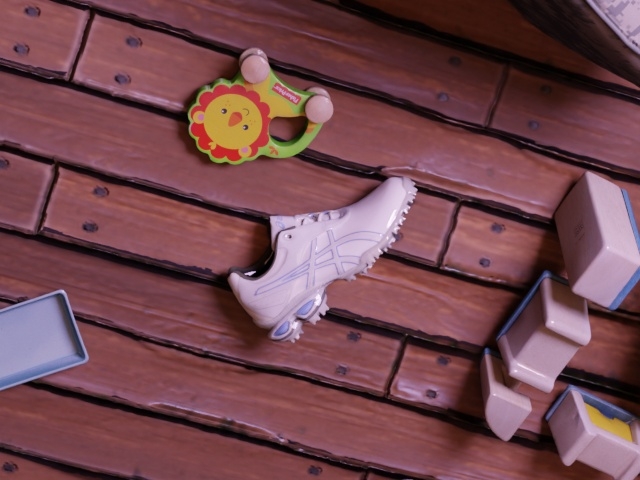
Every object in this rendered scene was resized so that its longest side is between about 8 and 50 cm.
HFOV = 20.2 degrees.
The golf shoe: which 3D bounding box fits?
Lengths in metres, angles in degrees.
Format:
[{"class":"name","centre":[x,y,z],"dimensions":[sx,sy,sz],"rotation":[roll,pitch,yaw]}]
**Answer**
[{"class":"golf shoe","centre":[0.000,0.000,1.469],"dimensions":[0.176,0.069,0.086],"rotation":[-45,102,3]}]

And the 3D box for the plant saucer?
[{"class":"plant saucer","centre":[-0.291,0.098,1.468],"dimensions":[0.192,0.018,0.067],"rotation":[-19,107,-5]}]

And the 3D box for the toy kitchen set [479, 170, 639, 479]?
[{"class":"toy kitchen set","centre":[0.244,0.080,1.525],"dimensions":[0.166,0.122,0.207],"rotation":[25,120,-16]}]

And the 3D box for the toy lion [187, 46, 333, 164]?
[{"class":"toy lion","centre":[-0.054,-0.100,1.451],"dimensions":[0.100,0.034,0.096],"rotation":[30,105,-16]}]

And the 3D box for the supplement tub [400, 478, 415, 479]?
[{"class":"supplement tub","centre":[0.127,0.304,1.531],"dimensions":[0.200,0.144,0.144],"rotation":[26,99,-16]}]

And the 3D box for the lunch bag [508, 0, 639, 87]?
[{"class":"lunch bag","centre":[0.231,-0.279,1.316],"dimensions":[0.256,0.212,0.305],"rotation":[-54,142,3]}]
